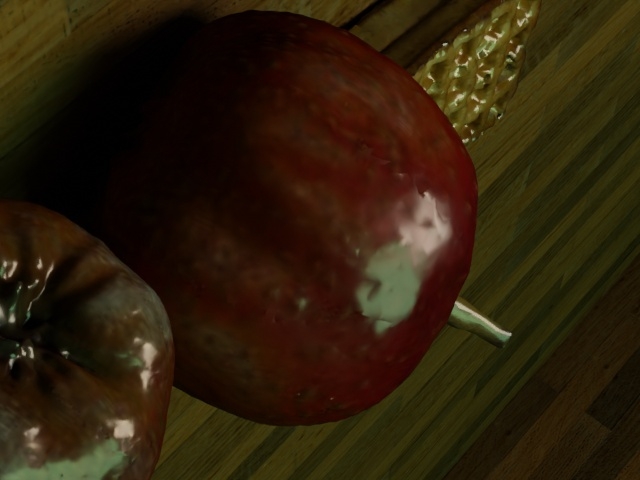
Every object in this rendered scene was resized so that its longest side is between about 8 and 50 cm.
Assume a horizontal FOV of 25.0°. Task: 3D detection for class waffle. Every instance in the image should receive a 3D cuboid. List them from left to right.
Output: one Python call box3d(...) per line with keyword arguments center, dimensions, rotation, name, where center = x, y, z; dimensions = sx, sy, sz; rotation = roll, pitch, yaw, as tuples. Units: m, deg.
box3d(center=(0.084, -0.139, 1.365), dimensions=(0.308, 0.091, 0.213), rotation=(-39, 155, -33), name="waffle")

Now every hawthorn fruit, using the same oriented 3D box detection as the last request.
box3d(center=(-0.203, 0.095, 0.890), dimensions=(0.231, 0.235, 0.263), rotation=(-59, 169, -18), name="hawthorn fruit")
box3d(center=(0.000, 0.000, 1.049), dimensions=(0.287, 0.330, 0.287), rotation=(-57, -168, 20), name="hawthorn fruit")
